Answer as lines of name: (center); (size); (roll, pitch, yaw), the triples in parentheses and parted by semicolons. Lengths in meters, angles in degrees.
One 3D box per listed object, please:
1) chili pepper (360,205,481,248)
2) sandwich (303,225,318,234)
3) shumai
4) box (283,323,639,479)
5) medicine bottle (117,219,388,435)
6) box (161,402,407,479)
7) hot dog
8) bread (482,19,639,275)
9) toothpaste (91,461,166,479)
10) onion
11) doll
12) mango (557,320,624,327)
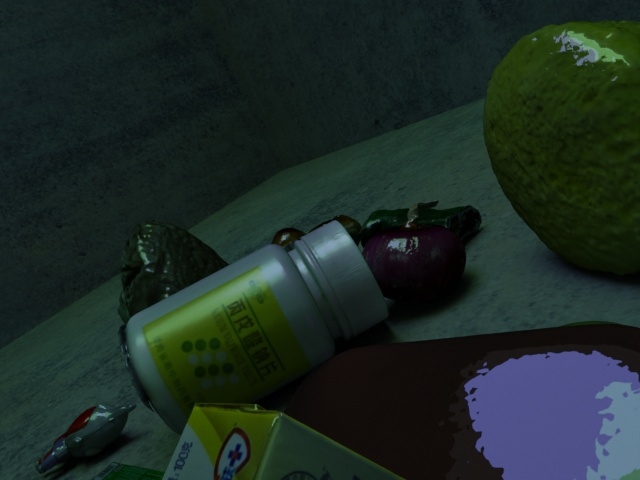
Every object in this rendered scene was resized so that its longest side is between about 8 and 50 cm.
chili pepper: (0.184, -0.020, 1.253); (0.270, 0.099, 0.136); (-7, 35, 45)
sandwich: (-0.036, 0.046, 1.434); (0.226, 0.087, 0.251); (-26, 14, -5)
shumai: (-0.349, 0.159, 1.323); (0.288, 0.292, 0.330); (-40, 46, 21)
box: (0.113, 0.194, 0.493); (0.403, 0.108, 0.263); (-14, 37, 42)
medicine bottle: (-0.100, 0.134, 0.961); (0.378, 0.214, 0.213); (-28, 14, -6)
box: (-0.037, 0.246, 0.339); (0.097, 0.168, 0.265); (-15, 47, 48)
hot dog: (0.000, 0.000, 1.179); (0.162, 0.082, 0.270); (-20, -3, 17)
bread: (0.426, -0.154, 0.833); (0.307, 0.348, 0.348); (-26, 13, -19)
toothpaste: (-0.261, 0.347, 0.843); (0.178, 0.037, 0.043); (-12, 16, 43)
onion: (0.154, 0.031, 1.015); (0.177, 0.153, 0.177); (-31, 10, 6)
doll: (-0.407, 0.339, 1.048); (0.227, 0.075, 0.102); (-33, 2, 14)
mango: (0.238, 0.147, 0.598); (0.191, 0.085, 0.122); (-32, 25, 17)
